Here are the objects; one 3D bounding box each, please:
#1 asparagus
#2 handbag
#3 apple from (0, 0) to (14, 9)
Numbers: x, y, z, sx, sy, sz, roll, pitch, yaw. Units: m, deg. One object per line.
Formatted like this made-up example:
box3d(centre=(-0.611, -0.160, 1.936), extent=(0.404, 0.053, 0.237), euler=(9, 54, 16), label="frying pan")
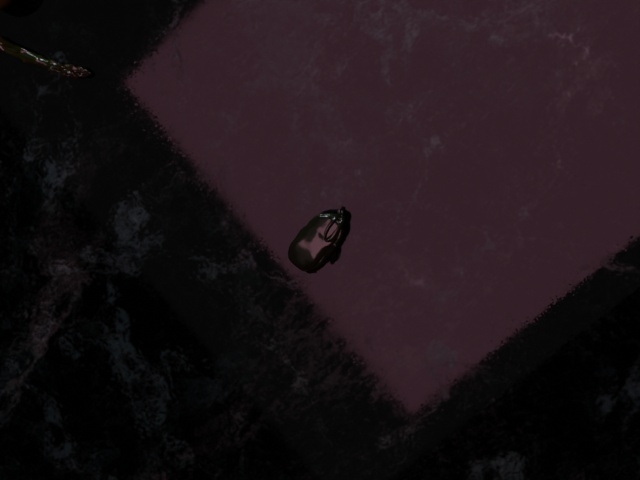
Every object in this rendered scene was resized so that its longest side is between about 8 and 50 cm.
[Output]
box3d(centre=(-0.474, -0.298, 1.351), extent=(0.248, 0.025, 0.024), euler=(23, 58, 7), label="asparagus")
box3d(centre=(0.000, 0.000, 1.286), extent=(0.072, 0.047, 0.111), euler=(40, 103, 9), label="handbag")
box3d(centre=(-0.504, -0.393, 1.321), extent=(0.084, 0.071, 0.084), euler=(1, 104, 5), label="apple")
